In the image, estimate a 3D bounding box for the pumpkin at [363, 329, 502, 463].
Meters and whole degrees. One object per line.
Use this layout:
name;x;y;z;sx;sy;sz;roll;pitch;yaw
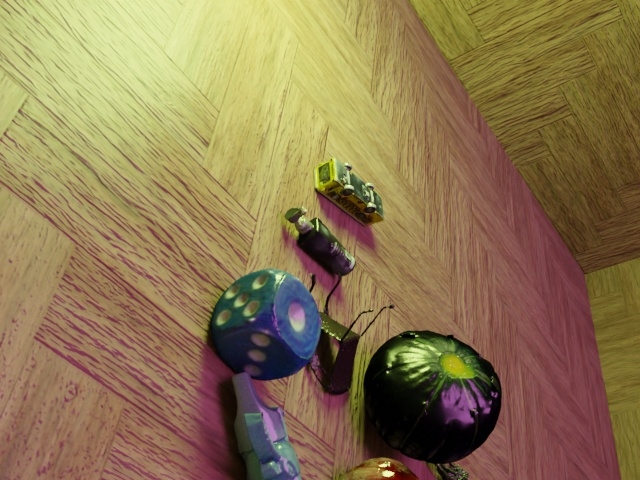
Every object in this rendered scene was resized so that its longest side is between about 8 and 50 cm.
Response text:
pumpkin;0.221;0.347;1.598;0.296;0.295;0.296;39;40;-42

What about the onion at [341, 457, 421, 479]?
onion;0.129;0.470;1.376;0.159;0.194;0.160;30;45;-35

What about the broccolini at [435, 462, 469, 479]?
broccolini;0.259;0.515;1.734;0.216;0.058;0.067;39;-2;-31

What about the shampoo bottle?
shampoo bottle;-0.001;-0.001;1.616;0.207;0.063;0.057;44;25;-36

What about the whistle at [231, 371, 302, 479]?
whistle;-0.086;0.345;1.207;0.186;0.093;0.274;58;12;-80

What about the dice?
dice;-0.090;0.144;1.277;0.146;0.146;0.143;52;34;-29

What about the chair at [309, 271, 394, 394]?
chair;0.035;0.191;1.524;0.174;0.149;0.213;0;113;-62

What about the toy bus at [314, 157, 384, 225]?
toy bus;0.077;-0.117;1.819;0.226;0.074;0.081;32;45;-48
